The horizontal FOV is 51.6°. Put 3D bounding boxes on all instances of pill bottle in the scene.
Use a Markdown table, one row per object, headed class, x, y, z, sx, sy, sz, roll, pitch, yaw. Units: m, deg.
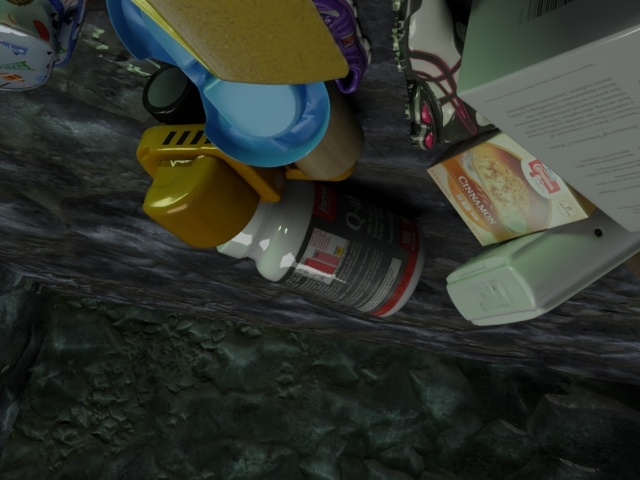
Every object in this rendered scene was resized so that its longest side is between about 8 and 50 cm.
| class | x | y | z | sx | sy | sz | roll | pitch | yaw |
| --- | --- | --- | --- | --- | --- | --- | --- | --- | --- |
| pill bottle | 0.000 | 0.000 | 1.268 | 0.363 | 0.210 | 0.210 | 20 | 159 | -19 |

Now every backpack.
| class | x | y | z | sx | sy | sz | roll | pitch | yaw |
| --- | --- | --- | --- | --- | --- | --- | --- | --- | --- |
| backpack | -0.383 | -0.290 | 0.752 | 0.276 | 0.213 | 0.263 | 17 | 171 | -20 |

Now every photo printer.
| class | x | y | z | sx | sy | sz | roll | pitch | yaw |
| --- | --- | --- | --- | --- | --- | --- | --- | --- | --- |
| photo printer | 0.364 | 0.007 | 0.987 | 0.107 | 0.307 | 0.256 | 59 | 165 | 4 |

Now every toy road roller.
| class | x | y | z | sx | sy | sz | roll | pitch | yaw |
| --- | --- | --- | --- | --- | --- | --- | --- | --- | --- |
| toy road roller | -0.119 | -0.115 | 0.984 | 0.329 | 0.240 | 0.202 | 3 | 158 | 26 |

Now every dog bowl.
| class | x | y | z | sx | sy | sz | roll | pitch | yaw |
| --- | --- | --- | --- | --- | --- | --- | --- | --- | --- |
| dog bowl | -0.106 | -0.223 | 0.770 | 0.166 | 0.074 | 0.297 | -29 | 116 | 28 |

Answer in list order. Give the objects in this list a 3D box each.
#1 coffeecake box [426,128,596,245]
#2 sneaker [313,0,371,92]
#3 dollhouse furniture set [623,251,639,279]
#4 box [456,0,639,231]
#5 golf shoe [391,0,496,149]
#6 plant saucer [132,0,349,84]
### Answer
| class | x | y | z | sx | sy | sz | roll | pitch | yaw |
| --- | --- | --- | --- | --- | --- | --- | --- | --- | --- |
| coffeecake box | 0.255 | -0.082 | 0.874 | 0.142 | 0.068 | 0.185 | 52 | 150 | -9 |
| sneaker | 0.017 | -0.242 | 0.803 | 0.068 | 0.071 | 0.170 | 1 | 157 | 30 |
| dollhouse furniture set | 0.604 | 0.007 | 0.990 | 0.242 | 0.161 | 0.212 | -46 | 132 | 16 |
| box | 0.339 | -0.161 | 0.672 | 0.345 | 0.168 | 0.215 | 27 | 156 | -33 |
| golf shoe | 0.145 | -0.215 | 0.752 | 0.120 | 0.105 | 0.273 | -4 | 150 | 14 |
| plant saucer | -0.158 | -0.250 | 0.440 | 0.333 | 0.081 | 0.333 | 45 | -178 | 26 |
